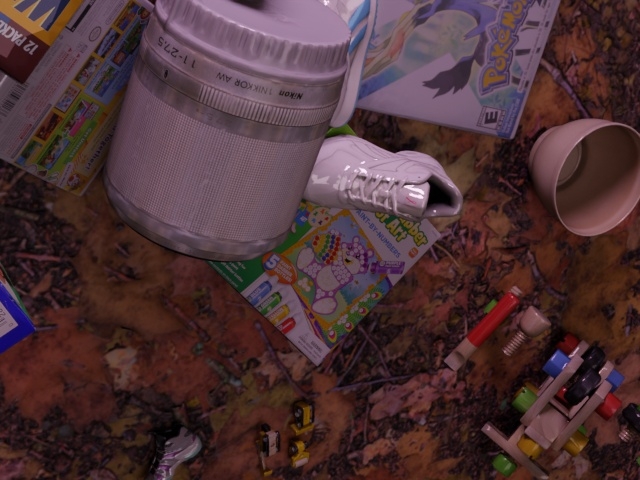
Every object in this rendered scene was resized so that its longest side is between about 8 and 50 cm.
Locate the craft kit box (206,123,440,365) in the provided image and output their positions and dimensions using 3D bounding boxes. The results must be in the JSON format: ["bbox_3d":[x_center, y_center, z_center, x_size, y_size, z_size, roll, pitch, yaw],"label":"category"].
[{"bbox_3d":[0.000,0.000,1.500,0.247,0.061,0.250,-48,126,-6],"label":"craft kit box"}]

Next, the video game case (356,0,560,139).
[{"bbox_3d":[0.177,-0.308,1.468,0.299,0.036,0.329,8,108,-31],"label":"video game case"}]

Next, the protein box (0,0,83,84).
[{"bbox_3d":[-0.305,-0.288,1.106,0.136,0.201,0.200,35,93,-36],"label":"protein box"}]

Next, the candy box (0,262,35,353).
[{"bbox_3d":[-0.449,0.055,1.111,0.268,0.317,0.122,-34,126,-10],"label":"candy box"}]

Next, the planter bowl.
[{"bbox_3d":[0.359,-0.101,1.618,0.162,0.109,0.162,-12,118,-25],"label":"planter bowl"}]

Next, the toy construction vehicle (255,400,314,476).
[{"bbox_3d":[-0.050,0.274,1.611,0.085,0.035,0.098,-20,123,-33],"label":"toy construction vehicle"}]

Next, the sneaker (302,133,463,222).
[{"bbox_3d":[0.078,-0.069,1.409,0.232,0.115,0.090,0,111,-30],"label":"sneaker"}]

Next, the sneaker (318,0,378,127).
[{"bbox_3d":[0.003,-0.243,1.354,0.092,0.087,0.229,-6,108,-42],"label":"sneaker"}]

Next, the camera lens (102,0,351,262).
[{"bbox_3d":[-0.104,-0.131,1.257,0.219,0.219,0.274,5,121,-31],"label":"camera lens"}]

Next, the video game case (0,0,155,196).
[{"bbox_3d":[-0.258,-0.171,1.244,0.227,0.026,0.206,-54,151,2],"label":"video game case"}]

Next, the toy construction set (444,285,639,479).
[{"bbox_3d":[0.303,0.241,1.699,0.308,0.257,0.237,38,104,-15],"label":"toy construction set"}]

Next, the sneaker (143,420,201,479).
[{"bbox_3d":[-0.210,0.276,1.519,0.098,0.038,0.069,-45,124,-15],"label":"sneaker"}]
